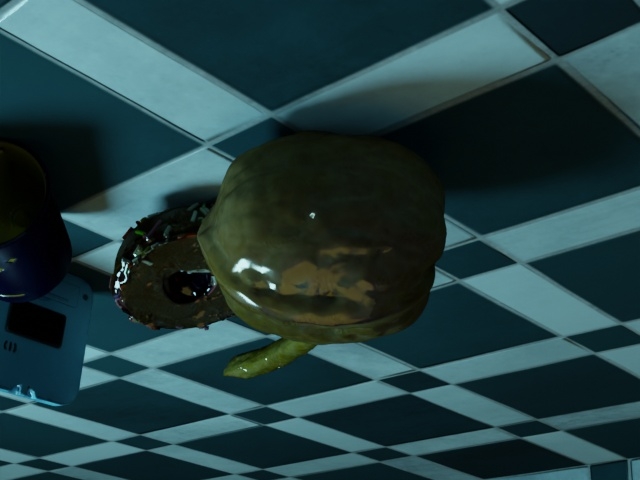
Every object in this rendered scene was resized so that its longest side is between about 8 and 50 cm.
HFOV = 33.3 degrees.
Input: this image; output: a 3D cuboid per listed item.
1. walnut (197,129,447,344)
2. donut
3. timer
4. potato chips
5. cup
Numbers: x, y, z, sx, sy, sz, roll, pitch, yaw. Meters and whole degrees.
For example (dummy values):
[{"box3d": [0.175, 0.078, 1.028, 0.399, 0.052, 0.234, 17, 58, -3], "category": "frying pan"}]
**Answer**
[{"box3d": [0.000, -0.003, 1.500, 0.343, 0.306, 0.306, 2, 155, -7], "category": "walnut"}, {"box3d": [-0.216, 0.044, 1.751, 0.269, 0.103, 0.270, -11, 138, -10], "category": "donut"}, {"box3d": [-0.538, 0.165, 1.936, 0.091, 0.250, 0.232, -19, 147, 36], "category": "timer"}, {"box3d": [-0.084, 0.228, 2.258, 0.080, 0.057, 0.407, 28, 147, -20], "category": "potato chips"}, {"box3d": [-0.503, -0.050, 1.642, 0.178, 0.255, 0.256, -32, 163, -16], "category": "cup"}]
